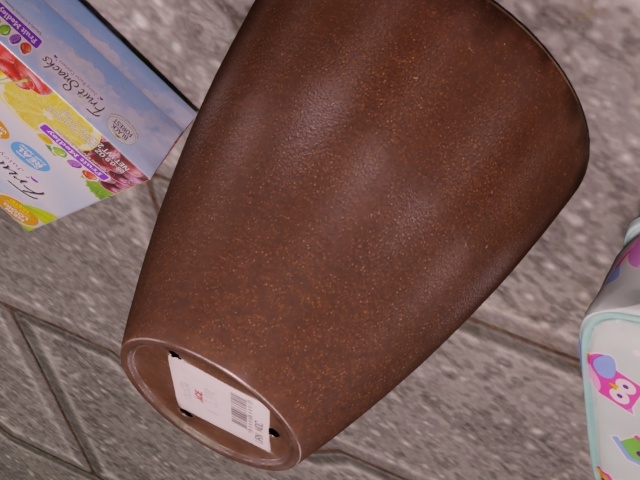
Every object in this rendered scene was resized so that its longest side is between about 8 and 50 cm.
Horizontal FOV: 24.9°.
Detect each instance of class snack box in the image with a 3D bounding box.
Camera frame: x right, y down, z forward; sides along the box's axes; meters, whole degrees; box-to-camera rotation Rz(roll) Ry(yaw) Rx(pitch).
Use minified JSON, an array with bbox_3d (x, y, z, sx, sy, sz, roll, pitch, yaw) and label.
[{"bbox_3d":[-0.209,-0.100,1.005,0.174,0.070,0.207,43,152,-19],"label":"snack box"}]

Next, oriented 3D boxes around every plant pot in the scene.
[{"bbox_3d":[0.000,0.000,0.780,0.215,0.230,0.215,24,150,15],"label":"plant pot"}]

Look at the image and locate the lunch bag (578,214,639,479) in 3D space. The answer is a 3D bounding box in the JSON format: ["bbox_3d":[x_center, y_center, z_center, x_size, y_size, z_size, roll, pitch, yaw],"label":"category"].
[{"bbox_3d":[0.281,0.092,0.765,0.279,0.108,0.224,14,141,28],"label":"lunch bag"}]
